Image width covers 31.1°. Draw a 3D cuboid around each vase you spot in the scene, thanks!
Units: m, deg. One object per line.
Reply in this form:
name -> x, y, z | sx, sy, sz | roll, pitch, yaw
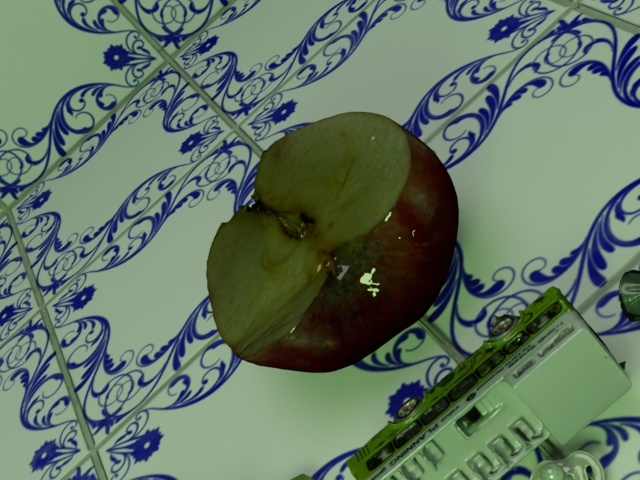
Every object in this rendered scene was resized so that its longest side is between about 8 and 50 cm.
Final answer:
vase -> 0.400, 0.053, 1.200 | 0.167, 0.059, 0.059 | -7, 47, 44

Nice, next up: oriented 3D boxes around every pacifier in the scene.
pacifier -> 0.240, 0.244, 1.147 | 0.083, 0.064, 0.068 | -24, 54, 29

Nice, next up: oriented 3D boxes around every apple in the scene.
apple -> 0.000, 0.000, 1.497 | 0.329, 0.295, 0.365 | -21, 24, -21

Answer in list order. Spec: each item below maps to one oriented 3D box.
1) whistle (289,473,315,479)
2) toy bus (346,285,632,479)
whistle -> -0.131, 0.369, 1.338 | 0.141, 0.141, 0.294 | 13, 61, 53
toy bus -> 0.176, 0.189, 1.212 | 0.302, 0.113, 0.139 | -41, 14, 3
